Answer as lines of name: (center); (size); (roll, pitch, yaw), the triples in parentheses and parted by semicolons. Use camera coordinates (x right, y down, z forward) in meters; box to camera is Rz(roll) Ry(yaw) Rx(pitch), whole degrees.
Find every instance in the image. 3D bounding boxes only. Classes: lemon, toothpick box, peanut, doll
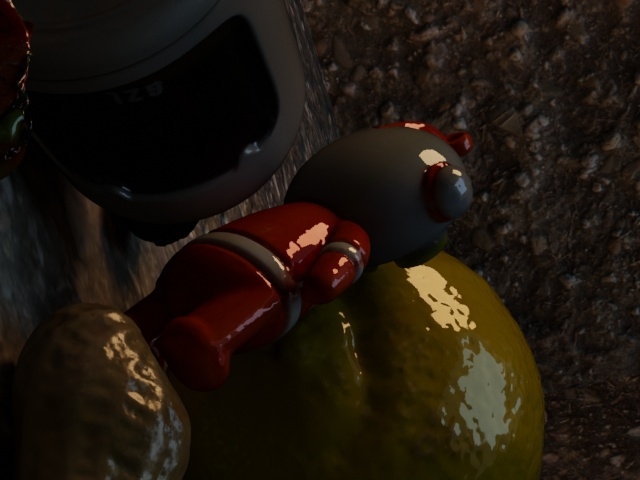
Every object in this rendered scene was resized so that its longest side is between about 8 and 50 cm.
lemon: (0.032, 0.152, 1.107); (0.348, 0.348, 0.348); (-12, 90, -83)
toothpick box: (-0.124, -0.146, 0.899); (0.316, 0.229, 0.229); (67, 12, -66)
peanut: (-0.129, 0.140, 0.767); (0.095, 0.108, 0.226); (76, 7, -61)
doll: (0.000, 0.000, 0.936); (0.336, 0.200, 0.105); (-36, 111, -35)

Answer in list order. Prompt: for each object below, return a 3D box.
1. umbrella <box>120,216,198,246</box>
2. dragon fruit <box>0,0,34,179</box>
umbrella: (-0.130, -0.084, 1.208); (0.326, 0.094, 0.090); (-85, 175, -66)
dragon fruit: (-0.190, -0.076, 0.627); (0.138, 0.142, 0.175); (44, -17, 3)
